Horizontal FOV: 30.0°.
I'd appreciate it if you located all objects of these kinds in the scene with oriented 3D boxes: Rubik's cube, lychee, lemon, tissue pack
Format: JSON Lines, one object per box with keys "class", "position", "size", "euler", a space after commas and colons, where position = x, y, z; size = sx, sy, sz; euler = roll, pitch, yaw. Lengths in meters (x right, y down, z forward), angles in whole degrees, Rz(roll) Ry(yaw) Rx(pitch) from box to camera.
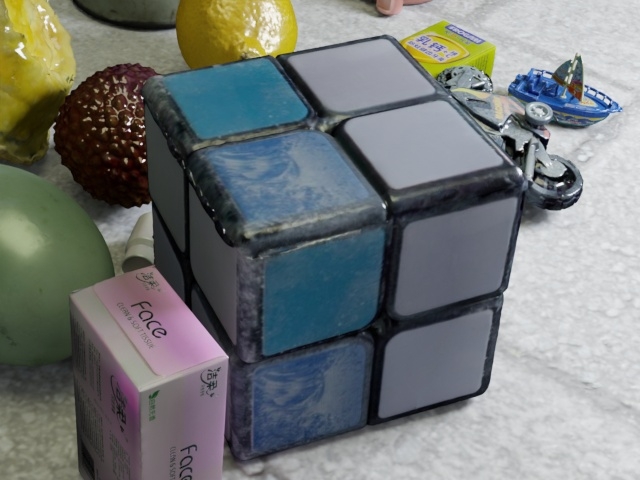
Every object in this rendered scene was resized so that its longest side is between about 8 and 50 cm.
{"class": "Rubik's cube", "position": [0.000, 0.000, 1.294], "size": [0.318, 0.313, 0.316], "euler": [-12, 41, -19]}
{"class": "lychee", "position": [-0.244, -0.131, 1.543], "size": [0.188, 0.188, 0.188], "euler": [3, 38, -2]}
{"class": "lemon", "position": [-0.126, -0.316, 1.785], "size": [0.186, 0.187, 0.244], "euler": [-3, 43, -9]}
{"class": "tissue pack", "position": [-0.160, 0.169, 1.116], "size": [0.092, 0.246, 0.148], "euler": [-18, 45, -29]}

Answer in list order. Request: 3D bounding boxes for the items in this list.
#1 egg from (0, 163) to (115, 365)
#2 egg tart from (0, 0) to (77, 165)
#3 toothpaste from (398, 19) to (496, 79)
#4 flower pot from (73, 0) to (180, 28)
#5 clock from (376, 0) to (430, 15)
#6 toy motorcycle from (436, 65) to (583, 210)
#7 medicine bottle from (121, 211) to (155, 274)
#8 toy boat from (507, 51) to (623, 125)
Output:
{"class": "egg", "position": [-0.347, 0.024, 1.314], "size": [0.282, 0.203, 0.203], "euler": [35, 47, 29]}
{"class": "egg tart", "position": [-0.421, -0.262, 1.572], "size": [0.132, 0.345, 0.345], "euler": [-21, 37, 11]}
{"class": "toothpaste", "position": [0.121, -0.231, 1.788], "size": [0.110, 0.077, 0.327], "euler": [33, 46, 32]}
{"class": "flower pot", "position": [-0.278, -0.554, 1.956], "size": [0.293, 0.330, 0.294], "euler": [2, 40, -2]}
{"class": "clock", "position": [0.141, -0.518, 2.108], "size": [0.241, 0.142, 0.227], "euler": [-23, 46, -35]}
{"class": "toy motorcycle", "position": [0.226, -0.138, 1.650], "size": [0.173, 0.108, 0.307], "euler": [-17, 50, -23]}
{"class": "medicine bottle", "position": [-0.212, 0.009, 1.469], "size": [0.052, 0.052, 0.089], "euler": [8, 38, 4]}
{"class": "toy boat", "position": [0.371, -0.230, 1.788], "size": [0.175, 0.110, 0.091], "euler": [22, 42, 18]}
